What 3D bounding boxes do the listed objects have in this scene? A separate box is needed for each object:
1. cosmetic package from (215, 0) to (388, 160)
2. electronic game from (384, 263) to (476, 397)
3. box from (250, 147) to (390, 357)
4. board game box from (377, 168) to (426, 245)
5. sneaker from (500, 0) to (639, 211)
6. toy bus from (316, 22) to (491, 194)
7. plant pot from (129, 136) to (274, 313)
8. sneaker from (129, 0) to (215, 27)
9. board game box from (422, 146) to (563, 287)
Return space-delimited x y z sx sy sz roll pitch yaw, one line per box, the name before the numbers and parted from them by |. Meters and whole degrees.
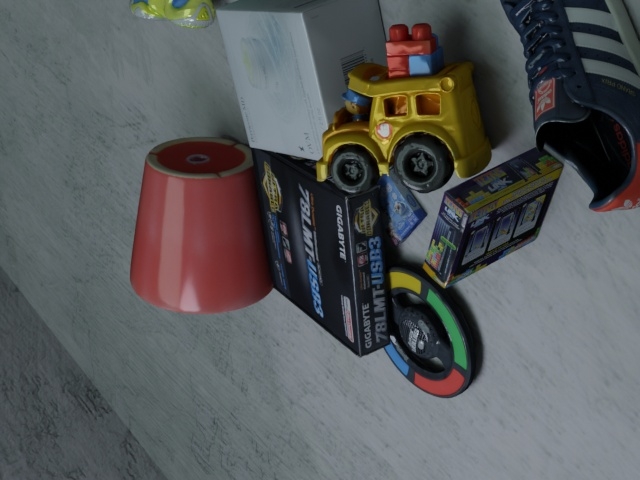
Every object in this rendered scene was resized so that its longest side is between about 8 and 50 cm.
cosmetic package | -0.019 -0.249 1.680 0.224 0.138 0.224 17 126 52
electronic game | 0.158 0.144 1.801 0.229 0.048 0.229 35 139 38
box | 0.000 0.000 1.873 0.293 0.073 0.295 37 141 50
board game box | 0.113 -0.050 1.746 0.090 0.020 0.090 56 149 13
sneaker | 0.273 -0.188 1.275 0.350 0.148 0.131 58 149 9
toy bus | 0.099 -0.177 1.494 0.220 0.149 0.211 -2 110 23
plant pot | -0.211 -0.039 2.033 0.275 0.275 0.243 29 127 43
sneaker | -0.249 -0.436 1.955 0.240 0.091 0.126 22 112 48
board game box | 0.218 -0.030 1.458 0.048 0.170 0.141 45 144 30
